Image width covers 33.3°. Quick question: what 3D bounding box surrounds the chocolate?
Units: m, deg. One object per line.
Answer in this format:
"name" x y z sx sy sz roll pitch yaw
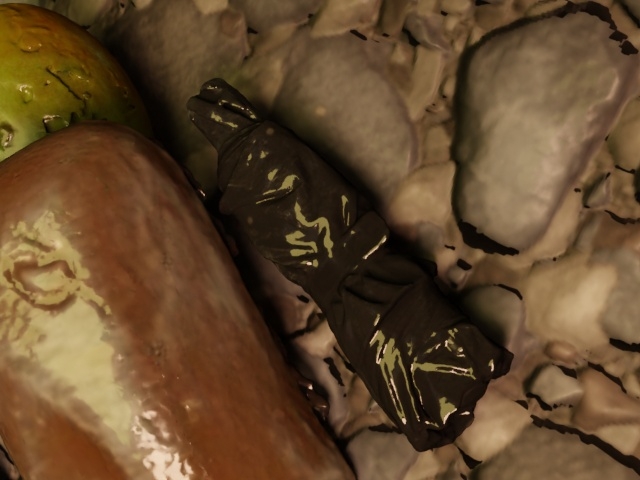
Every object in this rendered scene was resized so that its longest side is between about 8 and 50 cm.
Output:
"chocolate" -0.103 0.068 0.530 0.161 0.083 0.261 -33 89 14

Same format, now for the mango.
"mango" -0.156 -0.028 0.627 0.125 0.111 0.232 -22 77 39

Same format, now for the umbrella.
"umbrella" 0.000 0.000 0.533 0.066 0.059 0.235 -46 61 8
